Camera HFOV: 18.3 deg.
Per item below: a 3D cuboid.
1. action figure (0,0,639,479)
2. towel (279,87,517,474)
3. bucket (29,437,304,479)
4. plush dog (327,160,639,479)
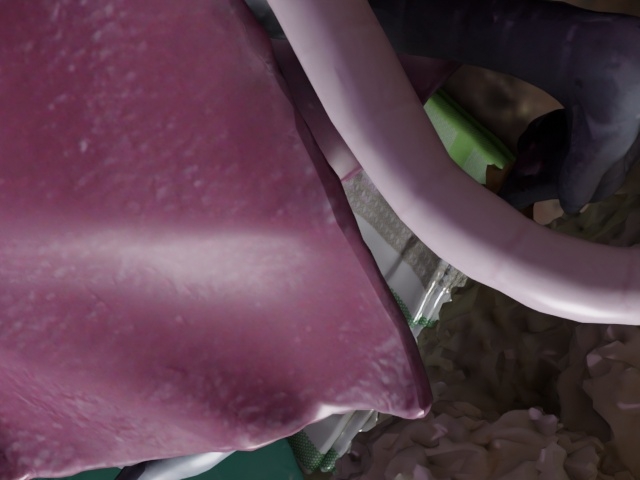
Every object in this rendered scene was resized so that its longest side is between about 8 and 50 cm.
[{"bbox_3d":[-0.096,-0.101,0.420,0.370,0.248,0.276,52,155,-21],"label":"action figure"},{"bbox_3d":[0.000,0.000,0.735,0.113,0.023,0.152,42,120,22],"label":"towel"},{"bbox_3d":[-0.145,0.139,0.755,0.281,0.183,0.281,13,110,39],"label":"bucket"},{"bbox_3d":[0.143,0.040,0.543,0.225,0.262,0.210,-21,50,27],"label":"plush dog"}]
